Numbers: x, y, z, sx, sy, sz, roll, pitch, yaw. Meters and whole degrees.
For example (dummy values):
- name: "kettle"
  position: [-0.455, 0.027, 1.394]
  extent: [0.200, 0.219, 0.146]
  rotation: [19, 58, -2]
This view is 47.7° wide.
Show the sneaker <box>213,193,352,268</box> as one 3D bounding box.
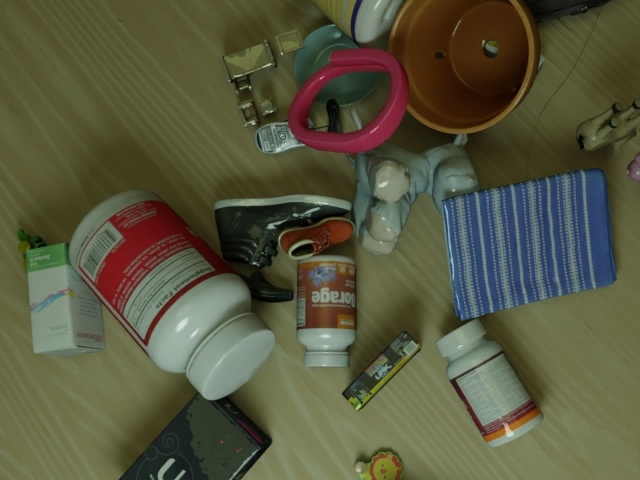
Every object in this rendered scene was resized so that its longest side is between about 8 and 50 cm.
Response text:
- name: "sneaker"
  position: [-0.078, -0.015, 1.498]
  extent: [0.295, 0.104, 0.147]
  rotation: [-4, 81, 11]

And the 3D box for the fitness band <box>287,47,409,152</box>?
- name: "fitness band"
  position: [0.052, -0.273, 1.412]
  extent: [0.290, 0.054, 0.209]
  rotation: [12, 76, 46]

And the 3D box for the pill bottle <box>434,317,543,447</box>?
- name: "pill bottle"
  position: [0.316, 0.268, 1.377]
  extent: [0.121, 0.121, 0.221]
  rotation: [-30, 76, 0]

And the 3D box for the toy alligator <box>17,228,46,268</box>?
- name: "toy alligator"
  position: [-0.605, 0.055, 1.566]
  extent: [0.051, 0.056, 0.190]
  rotation: [-24, 77, 2]

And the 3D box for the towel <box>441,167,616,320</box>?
- name: "towel"
  position: [0.403, 0.007, 1.379]
  extent: [0.335, 0.040, 0.244]
  rotation: [-12, 103, -10]

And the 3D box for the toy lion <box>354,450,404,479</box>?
- name: "toy lion"
  position: [0.115, 0.463, 1.410]
  extent: [0.096, 0.034, 0.100]
  rotation: [-3, 78, -1]

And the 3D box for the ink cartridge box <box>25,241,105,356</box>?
- name: "ink cartridge box"
  position: [-0.523, 0.127, 1.491]
  extent: [0.093, 0.154, 0.213]
  rotation: [-12, 78, 5]

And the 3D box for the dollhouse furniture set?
- name: "dollhouse furniture set"
  position: [-0.107, -0.354, 1.590]
  extent: [0.181, 0.101, 0.161]
  rotation: [-18, 101, 2]

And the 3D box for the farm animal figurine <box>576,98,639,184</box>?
- name: "farm animal figurine"
  position: [0.669, -0.184, 1.404]
  extent: [0.330, 0.172, 0.327]
  rotation: [38, 66, -1]

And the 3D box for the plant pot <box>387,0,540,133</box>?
- name: "plant pot"
  position: [0.306, -0.370, 1.422]
  extent: [0.290, 0.203, 0.291]
  rotation: [13, 114, 31]

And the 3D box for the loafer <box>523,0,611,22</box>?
- name: "loafer"
  position: [0.512, -0.519, 1.544]
  extent: [0.302, 0.095, 0.109]
  rotation: [-10, 47, 0]

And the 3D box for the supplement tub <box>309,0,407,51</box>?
- name: "supplement tub"
  position: [0.084, -0.562, 1.500]
  extent: [0.241, 0.241, 0.331]
  rotation: [-40, 66, -2]

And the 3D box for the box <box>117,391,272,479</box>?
- name: "box"
  position: [-0.248, 0.440, 1.399]
  extent: [0.165, 0.143, 0.270]
  rotation: [41, 85, 12]

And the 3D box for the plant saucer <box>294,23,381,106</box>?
- name: "plant saucer"
  position: [0.040, -0.379, 1.586]
  extent: [0.194, 0.037, 0.195]
  rotation: [-1, 78, 6]

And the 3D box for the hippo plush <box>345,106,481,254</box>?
- name: "hippo plush"
  position: [0.190, -0.101, 1.456]
  extent: [0.236, 0.235, 0.294]
  rotation: [-2, 35, -11]

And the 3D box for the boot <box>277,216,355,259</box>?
- name: "boot"
  position: [0.000, 0.000, 1.420]
  extent: [0.157, 0.085, 0.059]
  rotation: [-14, 114, -11]

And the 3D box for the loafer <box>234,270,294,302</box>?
- name: "loafer"
  position: [-0.135, 0.091, 1.501]
  extent: [0.169, 0.062, 0.061]
  rotation: [9, 75, 7]

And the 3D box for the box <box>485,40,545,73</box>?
- name: "box"
  position: [0.337, -0.457, 1.552]
  extent: [0.063, 0.067, 0.324]
  rotation: [-44, 76, -4]

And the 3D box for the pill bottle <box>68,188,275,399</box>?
- name: "pill bottle"
  position: [-0.283, 0.103, 1.398]
  extent: [0.229, 0.229, 0.407]
  rotation: [-46, 67, -4]

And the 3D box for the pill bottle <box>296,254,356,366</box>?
- name: "pill bottle"
  position: [0.013, 0.142, 1.440]
  extent: [0.121, 0.121, 0.216]
  rotation: [-2, 79, 7]

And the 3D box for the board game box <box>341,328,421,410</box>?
- name: "board game box"
  position: [0.120, 0.250, 1.394]
  extent: [0.170, 0.141, 0.048]
  rotation: [-44, 78, -3]

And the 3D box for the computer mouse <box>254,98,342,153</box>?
- name: "computer mouse"
  position: [-0.048, -0.236, 1.558]
  extent: [0.192, 0.042, 0.106]
  rotation: [-9, 108, 7]
